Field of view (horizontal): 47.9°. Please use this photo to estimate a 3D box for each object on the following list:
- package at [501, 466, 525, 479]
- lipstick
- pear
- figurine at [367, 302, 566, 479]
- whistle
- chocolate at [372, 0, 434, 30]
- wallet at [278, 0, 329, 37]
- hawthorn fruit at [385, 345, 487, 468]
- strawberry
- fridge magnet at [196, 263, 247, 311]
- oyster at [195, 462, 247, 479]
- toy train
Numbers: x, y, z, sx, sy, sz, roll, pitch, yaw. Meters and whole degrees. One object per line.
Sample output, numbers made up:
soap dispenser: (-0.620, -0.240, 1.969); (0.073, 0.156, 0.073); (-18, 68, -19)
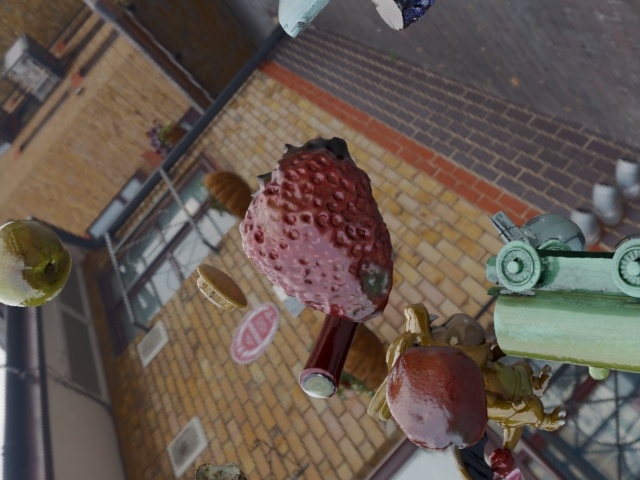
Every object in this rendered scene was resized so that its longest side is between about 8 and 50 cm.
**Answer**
package: (0.332, 0.422, 1.187); (0.029, 0.059, 0.083); (1, -136, -33)
lipstick: (0.024, 0.214, 1.451); (0.080, 0.080, 0.241); (41, -147, -10)
pear: (-0.642, 0.052, 1.567); (0.200, 0.200, 0.200); (41, -177, -3)
figurine: (0.327, 0.342, 1.604); (0.387, 0.268, 0.401); (20, -134, -6)
whistle: (0.482, 0.002, 1.541); (0.163, 0.163, 0.290); (44, 180, 38)
chocolate: (0.289, -0.611, 1.652); (0.148, 0.343, 0.126); (56, 177, 44)
wallet: (0.006, -0.499, 1.286); (0.075, 0.176, 0.250); (11, 160, -26)
hawthorn fruit: (0.215, 0.305, 1.323); (0.189, 0.189, 0.251); (39, -151, -29)
strawberry: (-0.010, -0.009, 1.372); (0.292, 0.292, 0.310); (38, -150, -46)
fridge magnet: (-0.225, 0.109, 1.634); (0.143, 0.063, 0.143); (42, -177, -3)
oyster: (-0.159, 0.381, 1.161); (0.083, 0.019, 0.054); (2, -155, 1)
toy train: (0.341, 0.081, 0.916); (0.126, 0.189, 0.307); (11, 173, -44)
